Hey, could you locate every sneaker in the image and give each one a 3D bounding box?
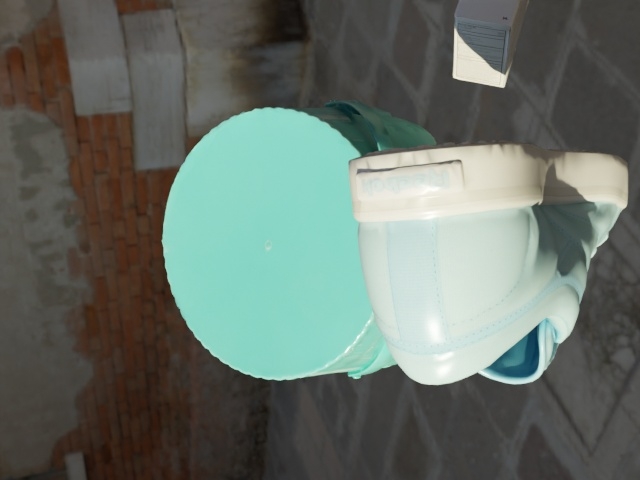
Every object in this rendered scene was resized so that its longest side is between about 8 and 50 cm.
[{"bbox_3d":[0.123,0.015,0.586,0.135,0.366,0.150,-1,93,33],"label":"sneaker"}]

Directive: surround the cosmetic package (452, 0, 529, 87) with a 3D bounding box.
[{"bbox_3d":[0.191,-0.285,0.880,0.099,0.060,0.239,79,-151,-63],"label":"cosmetic package"}]

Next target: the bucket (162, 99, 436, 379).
[{"bbox_3d":[0.000,0.000,0.820,0.281,0.183,0.281,2,94,30],"label":"bucket"}]
